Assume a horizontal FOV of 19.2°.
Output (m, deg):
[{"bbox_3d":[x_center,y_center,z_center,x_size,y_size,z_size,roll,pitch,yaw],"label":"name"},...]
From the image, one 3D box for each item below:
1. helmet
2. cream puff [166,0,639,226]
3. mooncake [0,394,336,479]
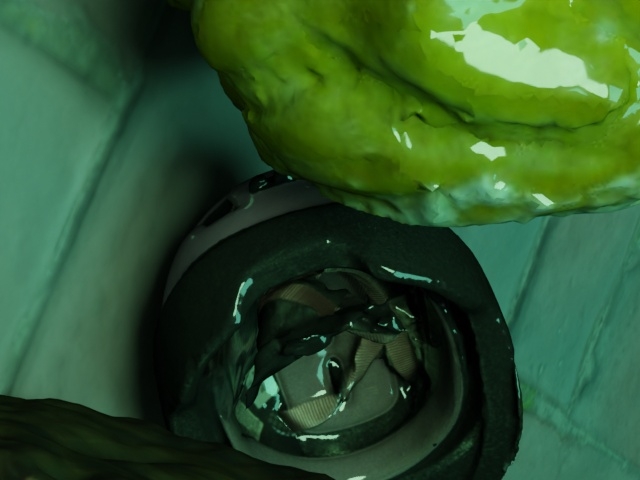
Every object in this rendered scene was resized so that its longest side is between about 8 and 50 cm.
[{"bbox_3d":[0.002,0.055,1.075,0.198,0.154,0.253,-19,147,1],"label":"helmet"},{"bbox_3d":[0.089,-0.185,0.949,0.378,0.378,0.275,-32,131,-46],"label":"cream puff"},{"bbox_3d":[-0.088,0.175,0.872,0.290,0.290,0.161,14,90,-58],"label":"mooncake"}]
